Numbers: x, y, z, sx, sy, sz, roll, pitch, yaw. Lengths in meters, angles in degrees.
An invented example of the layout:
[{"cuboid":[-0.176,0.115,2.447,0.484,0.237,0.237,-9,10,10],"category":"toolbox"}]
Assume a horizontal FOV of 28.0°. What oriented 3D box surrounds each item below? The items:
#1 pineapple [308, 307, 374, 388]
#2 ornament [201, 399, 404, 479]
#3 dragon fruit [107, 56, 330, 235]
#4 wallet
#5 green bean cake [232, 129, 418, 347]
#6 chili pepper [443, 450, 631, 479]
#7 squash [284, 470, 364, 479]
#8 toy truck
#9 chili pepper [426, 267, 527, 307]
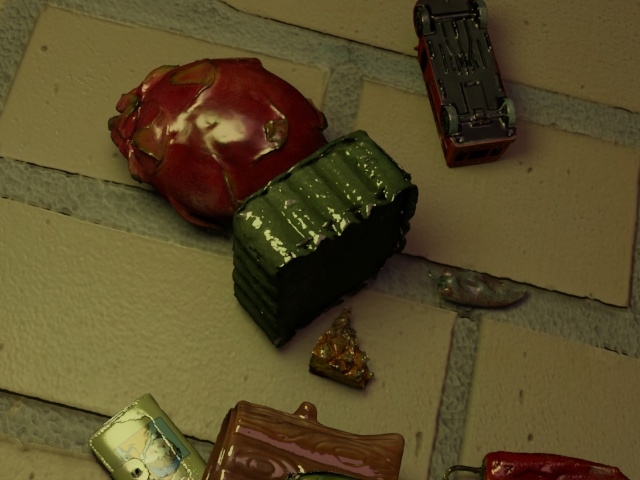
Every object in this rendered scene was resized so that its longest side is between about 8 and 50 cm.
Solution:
[{"cuboid":[0.024,0.147,1.760,0.114,0.077,0.114,36,49,-29],"category":"pineapple"},{"cuboid":[-0.036,0.319,1.575,0.217,0.221,0.235,21,110,-6],"category":"ornament"},{"cuboid":[-0.124,-0.134,1.774,0.315,0.250,0.250,38,66,-8],"category":"dragon fruit"},{"cuboid":[-0.218,0.287,1.669,0.110,0.039,0.155,-36,74,-22],"category":"wallet"},{"cuboid":[0.000,0.000,1.713,0.241,0.255,0.132,-36,68,-19],"category":"green bean cake"},{"cuboid":[0.295,0.312,1.722,0.268,0.050,0.059,4,50,-6],"category":"chili pepper"},{"cuboid":[0.047,0.300,1.475,0.183,0.052,0.052,15,65,-1],"category":"squash"},{"cuboid":[0.208,-0.242,1.921,0.107,0.114,0.253,-9,69,-10],"category":"toy truck"},{"cuboid":[0.220,0.068,1.825,0.153,0.041,0.050,11,85,-20],"category":"chili pepper"}]
